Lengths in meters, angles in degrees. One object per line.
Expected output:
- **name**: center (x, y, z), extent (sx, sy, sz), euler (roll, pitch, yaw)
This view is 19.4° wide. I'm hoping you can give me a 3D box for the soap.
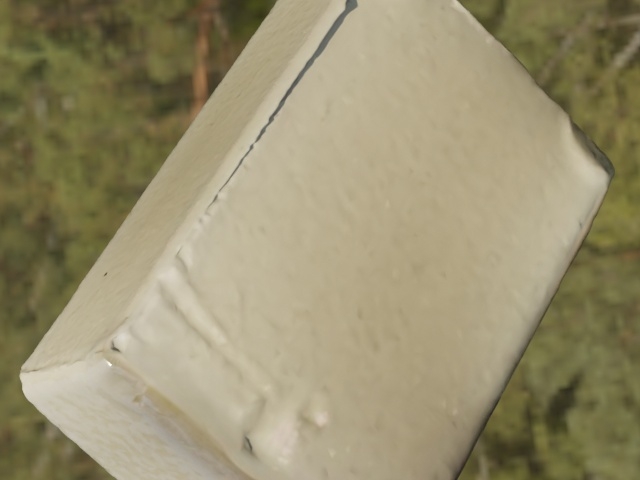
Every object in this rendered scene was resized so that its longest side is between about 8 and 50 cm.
- **soap**: center (0.007, 0.009, 0.581), extent (0.121, 0.183, 0.064), euler (44, 148, -19)
